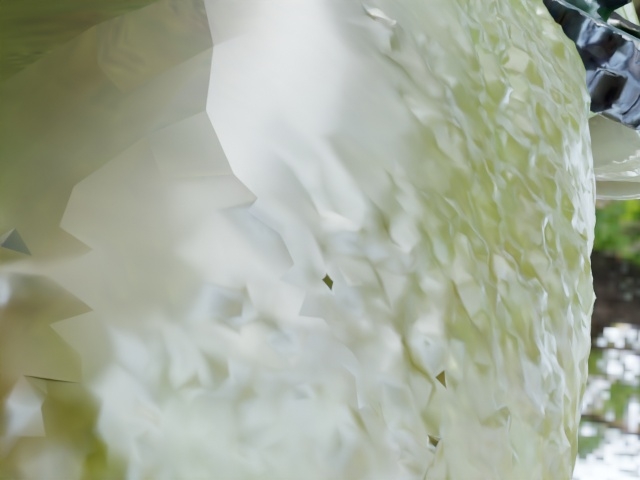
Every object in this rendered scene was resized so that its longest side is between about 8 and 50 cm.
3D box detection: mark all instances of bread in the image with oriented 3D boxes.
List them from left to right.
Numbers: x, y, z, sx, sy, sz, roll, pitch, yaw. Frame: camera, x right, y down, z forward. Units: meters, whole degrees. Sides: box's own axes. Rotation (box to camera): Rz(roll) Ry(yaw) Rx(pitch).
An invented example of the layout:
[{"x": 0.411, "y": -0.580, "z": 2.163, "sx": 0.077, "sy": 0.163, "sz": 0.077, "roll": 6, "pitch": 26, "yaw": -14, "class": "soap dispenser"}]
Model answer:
[{"x": -0.047, "y": 0.024, "z": 0.463, "sx": 0.208, "sy": 0.251, "sz": 0.376, "roll": -38, "pitch": -165, "yaw": 31, "class": "bread"}]

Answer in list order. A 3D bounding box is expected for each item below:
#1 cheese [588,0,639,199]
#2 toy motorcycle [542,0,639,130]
[{"x": 0.186, "y": -0.148, "z": 1.034, "sx": 0.266, "sy": 0.127, "sz": 0.233, "roll": -52, "pitch": -147, "yaw": -3, "class": "cheese"}, {"x": 0.000, "y": -0.165, "z": 0.862, "sx": 0.168, "sy": 0.410, "sz": 0.237, "roll": -57, "pitch": 168, "yaw": 6, "class": "toy motorcycle"}]
